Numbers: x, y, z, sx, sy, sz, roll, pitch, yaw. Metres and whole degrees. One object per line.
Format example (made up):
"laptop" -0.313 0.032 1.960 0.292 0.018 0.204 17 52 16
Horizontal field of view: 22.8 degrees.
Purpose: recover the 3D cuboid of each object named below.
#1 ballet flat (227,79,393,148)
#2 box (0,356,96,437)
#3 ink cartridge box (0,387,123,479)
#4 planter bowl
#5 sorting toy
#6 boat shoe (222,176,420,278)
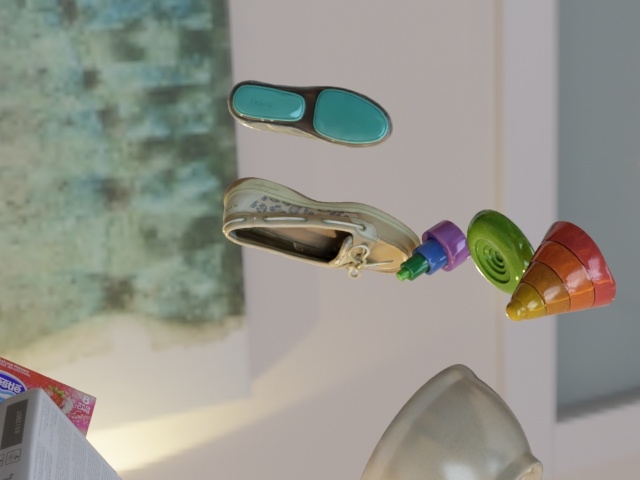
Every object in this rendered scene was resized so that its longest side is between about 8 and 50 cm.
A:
"ballet flat" -0.009 -0.159 1.979 0.213 0.072 0.068 12 176 11
"box" -0.392 0.201 1.738 0.257 0.122 0.128 25 -134 -17
"ink cartridge box" -0.245 0.288 1.574 0.066 0.232 0.189 -18 -139 13
"planter bowl" 0.123 0.204 1.375 0.109 0.162 0.162 34 -147 26
"sorting toy" 0.212 0.045 2.029 0.126 0.127 0.365 -34 -159 -23
"boat shoe" 0.000 0.000 2.186 0.285 0.104 0.089 14 -136 -10
